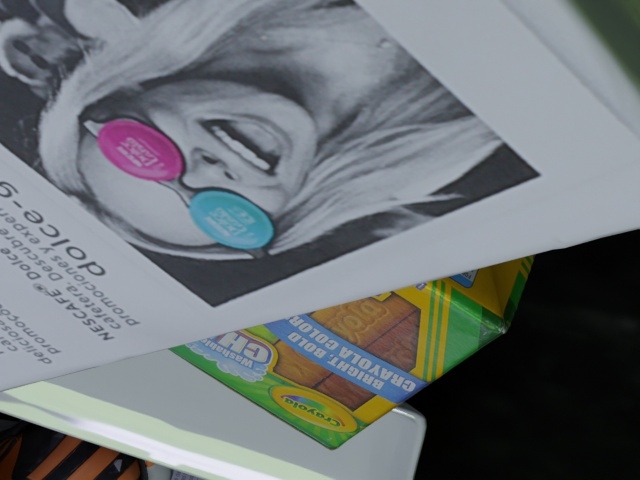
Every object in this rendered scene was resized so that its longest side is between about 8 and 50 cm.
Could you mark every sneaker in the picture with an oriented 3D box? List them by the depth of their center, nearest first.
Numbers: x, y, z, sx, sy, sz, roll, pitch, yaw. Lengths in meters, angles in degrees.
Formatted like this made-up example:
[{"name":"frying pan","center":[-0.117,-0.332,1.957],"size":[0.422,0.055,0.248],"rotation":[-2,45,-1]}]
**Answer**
[{"name":"sneaker","center":[-0.229,0.201,1.264],"size":[0.124,0.180,0.321],"rotation":[46,144,1]}]

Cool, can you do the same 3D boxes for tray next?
[{"name":"tray","center":[-0.074,0.081,1.080],"size":[0.270,0.030,0.145],"rotation":[18,147,7]}]

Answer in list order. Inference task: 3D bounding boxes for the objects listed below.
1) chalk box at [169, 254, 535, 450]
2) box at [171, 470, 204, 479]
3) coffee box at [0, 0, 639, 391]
[{"name":"chalk box","center":[0.000,0.000,0.933],"size":[0.132,0.132,0.213],"rotation":[31,144,-11]},{"name":"box","center":[-0.056,0.223,1.268],"size":[0.137,0.126,0.072],"rotation":[15,146,12]},{"name":"coffee box","center":[-0.084,-0.200,0.533],"size":[0.334,0.338,0.338],"rotation":[-17,130,42]}]
